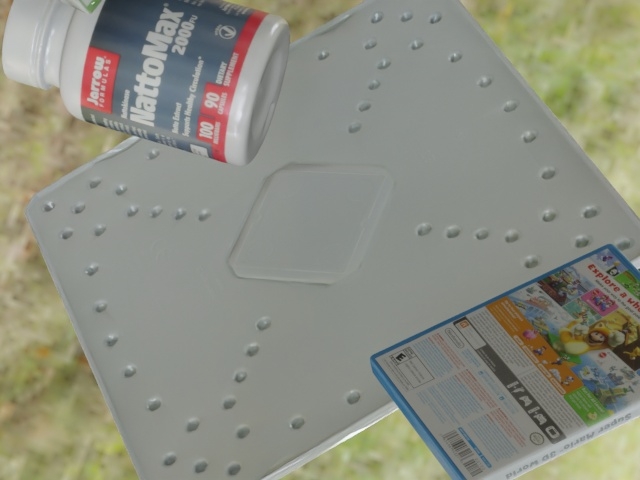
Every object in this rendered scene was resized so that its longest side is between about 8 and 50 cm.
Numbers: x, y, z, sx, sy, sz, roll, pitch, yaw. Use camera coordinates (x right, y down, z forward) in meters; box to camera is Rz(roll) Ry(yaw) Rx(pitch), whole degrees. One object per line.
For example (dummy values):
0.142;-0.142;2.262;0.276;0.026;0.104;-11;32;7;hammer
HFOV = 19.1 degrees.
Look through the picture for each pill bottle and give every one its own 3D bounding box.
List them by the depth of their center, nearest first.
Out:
-0.121;-0.125;1.310;0.108;0.180;0.108;16;90;-83;pill bottle

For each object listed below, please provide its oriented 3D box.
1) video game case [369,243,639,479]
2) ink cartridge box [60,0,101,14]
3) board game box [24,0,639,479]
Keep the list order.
0.127;0.071;1.088;0.166;0.119;0.015;-25;133;-13;video game case
-0.219;-0.221;1.156;0.062;0.209;0.109;-56;150;-11;ink cartridge box
0.000;0.000;1.441;0.390;0.390;0.050;-30;134;-1;board game box
